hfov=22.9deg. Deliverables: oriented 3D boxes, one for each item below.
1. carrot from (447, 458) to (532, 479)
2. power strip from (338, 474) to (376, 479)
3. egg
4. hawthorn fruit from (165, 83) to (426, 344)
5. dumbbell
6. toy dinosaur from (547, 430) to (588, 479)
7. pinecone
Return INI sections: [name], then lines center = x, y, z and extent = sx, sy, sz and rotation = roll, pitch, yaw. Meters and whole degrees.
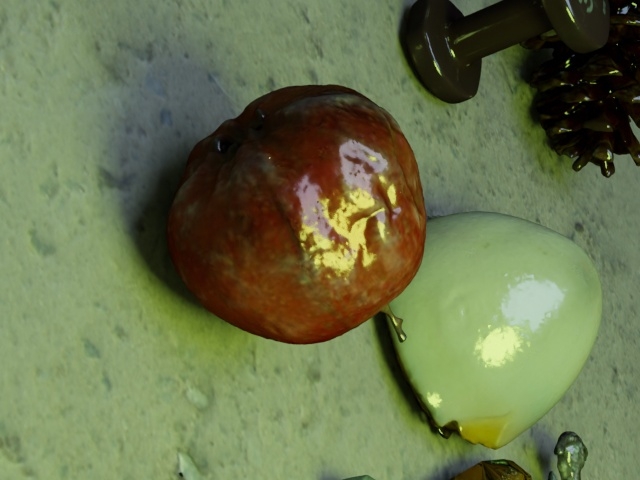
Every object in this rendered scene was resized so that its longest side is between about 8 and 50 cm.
[carrot]
center = 0.151, 0.274, 1.651
extent = 0.229, 0.069, 0.069
rotation = -9, 80, -54
[power strip]
center = 0.059, 0.345, 1.501
extent = 0.145, 0.061, 0.215
rotation = 36, 46, -49
[egg]
center = 0.200, 0.078, 1.724
extent = 0.286, 0.174, 0.264
rotation = -26, 91, -52
[hawthorn fruit]
center = 0.000, 0.000, 1.435
extent = 0.271, 0.242, 0.242
rotation = 55, 37, -20
[dumbbell]
center = 0.222, -0.258, 1.879
extent = 0.124, 0.225, 0.140
rotation = 47, 38, -32
[toy dinosaur]
center = 0.265, 0.331, 1.749
extent = 0.294, 0.077, 0.162
rotation = -67, 140, -65
[pinecone]
center = 0.382, -0.238, 2.096
extent = 0.244, 0.244, 0.309
rotation = 13, 72, -51
